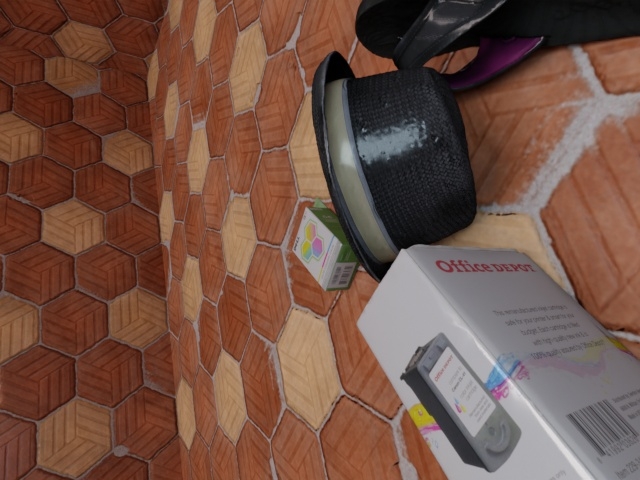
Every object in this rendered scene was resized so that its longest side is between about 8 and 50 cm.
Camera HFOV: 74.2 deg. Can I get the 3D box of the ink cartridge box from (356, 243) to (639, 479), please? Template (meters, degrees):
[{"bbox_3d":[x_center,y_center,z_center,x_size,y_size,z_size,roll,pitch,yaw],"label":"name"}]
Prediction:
[{"bbox_3d":[0.211,0.152,0.416,0.306,0.226,0.131,57,132,42],"label":"ink cartridge box"}]

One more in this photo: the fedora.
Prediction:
[{"bbox_3d":[0.119,-0.100,0.563,0.152,0.334,0.334,-13,76,23],"label":"fedora"}]

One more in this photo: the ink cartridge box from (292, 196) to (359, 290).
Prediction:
[{"bbox_3d":[0.000,0.000,0.878,0.209,0.062,0.109,49,128,46],"label":"ink cartridge box"}]

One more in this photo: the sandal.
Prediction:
[{"bbox_3d":[0.186,-0.250,0.513,0.445,0.167,0.107,24,100,53],"label":"sandal"}]
